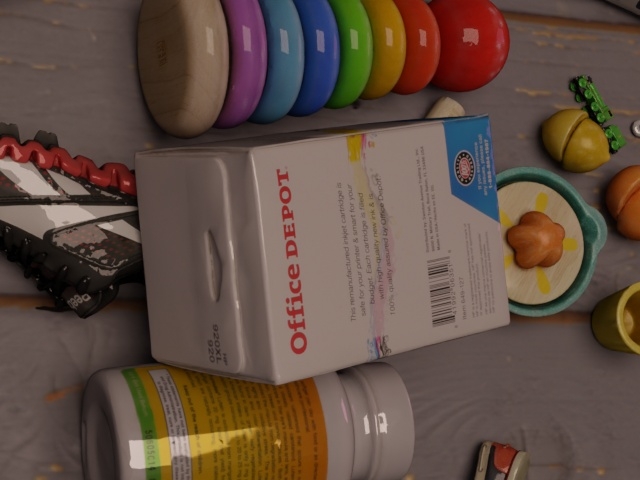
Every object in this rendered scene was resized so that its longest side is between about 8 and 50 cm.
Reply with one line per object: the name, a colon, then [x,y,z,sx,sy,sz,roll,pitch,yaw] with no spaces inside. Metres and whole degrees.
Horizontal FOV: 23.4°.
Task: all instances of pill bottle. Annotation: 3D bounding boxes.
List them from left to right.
pill bottle: [-0.056,0.158,1.232,0.246,0.136,0.136,-4,84,-22]

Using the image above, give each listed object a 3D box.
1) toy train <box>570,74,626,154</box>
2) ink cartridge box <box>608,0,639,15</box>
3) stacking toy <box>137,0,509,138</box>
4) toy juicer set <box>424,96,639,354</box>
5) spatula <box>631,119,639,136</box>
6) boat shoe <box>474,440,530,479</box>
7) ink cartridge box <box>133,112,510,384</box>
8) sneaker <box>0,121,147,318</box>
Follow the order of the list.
toy train: [0.264,-0.121,1.466,0.024,0.017,0.083,-30,94,-32]
ink cartridge box: [0.344,-0.278,1.483,0.175,0.072,0.127,21,70,-16]
stacking toy: [0.019,-0.167,1.317,0.330,0.141,0.141,-6,85,-26]
toy juicer set: [0.191,-0.033,1.384,0.329,0.089,0.209,19,77,-18]
spatula: [0.417,-0.143,1.529,0.242,0.019,0.168,11,79,-20]
boat shoe: [0.141,0.242,1.352,0.043,0.049,0.137,16,75,25]
ink cartridge box: [0.000,0.000,1.193,0.233,0.168,0.171,-10,97,-37]
sneaker: [-0.213,-0.011,1.214,0.276,0.098,0.135,11,76,-22]
